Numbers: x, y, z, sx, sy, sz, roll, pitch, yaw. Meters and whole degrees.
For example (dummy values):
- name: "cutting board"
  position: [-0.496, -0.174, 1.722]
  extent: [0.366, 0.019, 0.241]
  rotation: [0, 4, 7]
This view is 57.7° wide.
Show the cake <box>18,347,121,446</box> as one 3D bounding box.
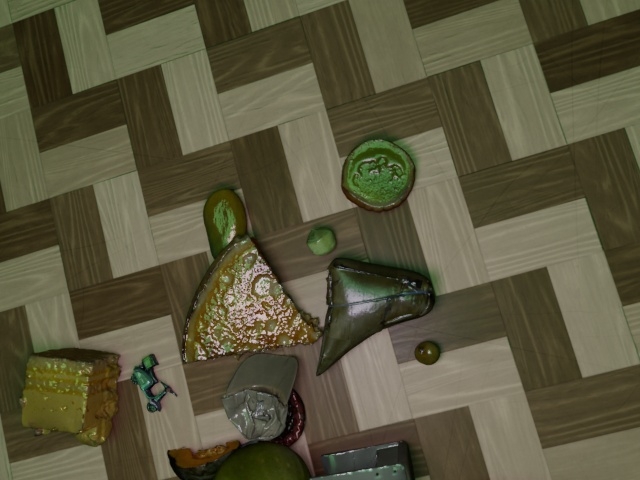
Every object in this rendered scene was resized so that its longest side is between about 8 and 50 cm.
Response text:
- name: "cake"
  position: [-0.765, 0.490, 1.802]
  extent: [0.228, 0.222, 0.285]
  rotation: [5, 86, 11]

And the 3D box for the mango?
- name: "mango"
  position: [-0.297, -0.046, 1.845]
  extent: [0.137, 0.091, 0.237]
  rotation: [-14, 89, 13]

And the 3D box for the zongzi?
- name: "zongzi"
  position: [0.156, 0.249, 1.703]
  extent: [0.323, 0.160, 0.360]
  rotation: [10, 86, 11]

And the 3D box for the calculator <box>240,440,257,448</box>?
- name: "calculator"
  position: [-0.192, 0.745, 1.785]
  extent: [0.161, 0.021, 0.261]
  rotation: [-25, 81, 5]

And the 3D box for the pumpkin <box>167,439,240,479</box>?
- name: "pumpkin"
  position: [-0.370, 0.690, 1.737]
  extent: [0.279, 0.163, 0.111]
  rotation: [-13, 87, 17]

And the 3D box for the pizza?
- name: "pizza"
  position: [-0.196, 0.237, 1.791]
  extent: [0.406, 0.130, 0.439]
  rotation: [26, 90, -3]

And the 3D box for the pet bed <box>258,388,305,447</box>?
- name: "pet bed"
  position: [-0.140, 0.535, 1.777]
  extent: [0.201, 0.053, 0.201]
  rotation: [-2, 75, 9]

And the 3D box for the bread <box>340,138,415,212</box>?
- name: "bread"
  position: [0.175, -0.198, 1.789]
  extent: [0.236, 0.070, 0.236]
  rotation: [-1, 86, 9]

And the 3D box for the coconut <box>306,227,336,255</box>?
- name: "coconut"
  position: [0.000, 0.000, 1.793]
  extent: [0.088, 0.088, 0.096]
  rotation: [-27, 110, 6]

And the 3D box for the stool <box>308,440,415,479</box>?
- name: "stool"
  position: [0.128, 0.691, 1.624]
  extent: [0.270, 0.243, 0.170]
  rotation: [-12, 83, 8]

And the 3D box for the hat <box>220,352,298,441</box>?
- name: "hat"
  position: [-0.158, 0.464, 1.735]
  extent: [0.214, 0.244, 0.149]
  rotation: [3, 117, 24]

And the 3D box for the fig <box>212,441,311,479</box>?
- name: "fig"
  position: [-0.146, 0.719, 1.601]
  extent: [0.316, 0.316, 0.316]
  rotation: [-1, 85, 9]

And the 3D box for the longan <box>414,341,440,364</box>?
- name: "longan"
  position: [0.312, 0.330, 1.712]
  extent: [0.075, 0.083, 0.075]
  rotation: [-24, 49, 31]

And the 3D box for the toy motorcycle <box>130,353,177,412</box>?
- name: "toy motorcycle"
  position: [-0.535, 0.460, 1.852]
  extent: [0.100, 0.058, 0.173]
  rotation: [-31, 79, 0]
